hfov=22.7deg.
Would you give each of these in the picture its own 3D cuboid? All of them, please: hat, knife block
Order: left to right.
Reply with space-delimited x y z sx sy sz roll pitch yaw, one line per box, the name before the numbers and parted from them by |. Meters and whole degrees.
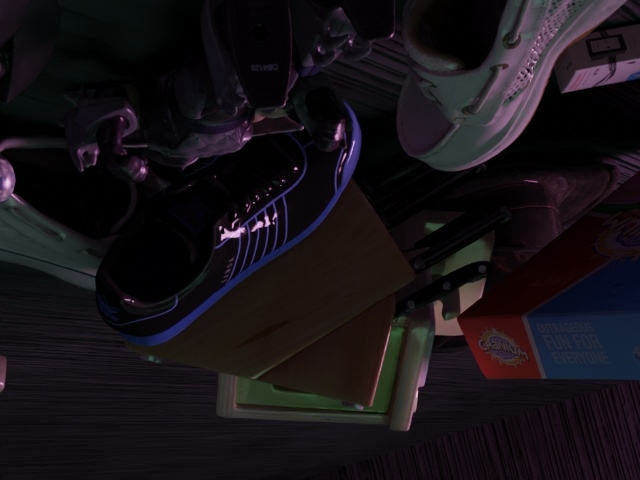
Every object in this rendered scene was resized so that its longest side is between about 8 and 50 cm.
knife block | 0.000 0.000 1.233 0.276 0.242 0.088 13 173 -1
hat | 0.144 0.033 1.545 0.331 0.134 0.331 -13 167 -3

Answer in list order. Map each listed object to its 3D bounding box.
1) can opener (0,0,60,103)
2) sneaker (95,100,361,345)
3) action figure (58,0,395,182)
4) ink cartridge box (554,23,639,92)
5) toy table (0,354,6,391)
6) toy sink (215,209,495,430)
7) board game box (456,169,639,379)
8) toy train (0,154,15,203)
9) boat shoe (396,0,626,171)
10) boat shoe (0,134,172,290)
can opener | -0.164 -0.134 0.765 0.093 0.074 0.280 -45 -179 -24
sneaker | -0.060 -0.022 1.093 0.232 0.081 0.090 -46 166 -11
action figure | -0.057 -0.089 0.955 0.185 0.099 0.285 -18 173 -24
ink cartridge box | 0.200 -0.131 1.159 0.083 0.028 0.048 -11 166 -7
toy table | -0.364 0.121 1.240 0.161 0.252 0.274 14 166 -29
toy sink | 0.030 0.069 1.366 0.234 0.131 0.152 3 137 -5
board game box | 0.302 0.005 1.325 0.316 0.064 0.242 -36 -165 -30
toy train | -0.265 -0.037 0.909 0.184 0.080 0.105 5 -171 30
boat shoe | 0.090 -0.127 0.950 0.096 0.098 0.277 -7 155 -23
boat shoe | -0.157 -0.026 1.128 0.088 0.096 0.267 -17 158 34
